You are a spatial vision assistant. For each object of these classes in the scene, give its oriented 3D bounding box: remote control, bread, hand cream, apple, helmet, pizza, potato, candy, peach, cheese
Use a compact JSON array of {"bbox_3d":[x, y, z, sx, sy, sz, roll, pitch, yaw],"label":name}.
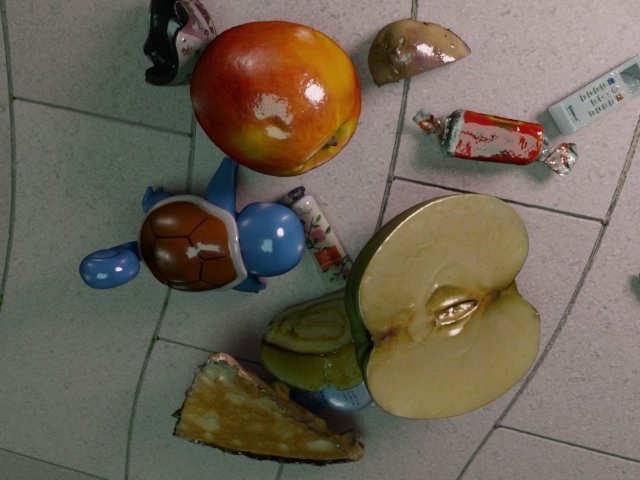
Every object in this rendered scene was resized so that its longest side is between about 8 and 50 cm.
[{"bbox_3d":[0.466,-0.241,0.971,0.162,0.029,0.061,-30,105,17],"label":"remote control"},{"bbox_3d":[0.000,0.203,1.176,0.257,0.186,0.124,-10,121,27],"label":"bread"},{"bbox_3d":[0.000,0.000,1.169,0.080,0.050,0.234,-22,112,15],"label":"hand cream"},{"bbox_3d":[0.206,0.110,1.003,0.360,0.320,0.311,-15,147,-20],"label":"apple"},{"bbox_3d":[-0.238,-0.353,1.029,0.153,0.107,0.177,-29,62,49],"label":"helmet"},{"bbox_3d":[-0.168,0.407,1.311,0.392,0.080,0.435,-28,120,36],"label":"pizza"},{"bbox_3d":[0.157,-0.322,0.972,0.172,0.089,0.100,-12,107,18],"label":"potato"},{"bbox_3d":[0.302,-0.175,1.018,0.292,0.059,0.086,11,113,6],"label":"candy"},{"bbox_3d":[-0.073,-0.244,0.976,0.281,0.238,0.281,-1,82,5],"label":"peach"},{"bbox_3d":[0.034,0.331,1.291,0.245,0.052,0.135,-22,103,21],"label":"cheese"}]

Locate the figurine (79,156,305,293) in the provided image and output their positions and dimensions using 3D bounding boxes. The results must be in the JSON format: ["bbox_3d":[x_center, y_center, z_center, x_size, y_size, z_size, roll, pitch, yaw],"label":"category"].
[{"bbox_3d":[-0.243,-0.003,1.145,0.416,0.243,0.298,-9,102,-4],"label":"figurine"}]
